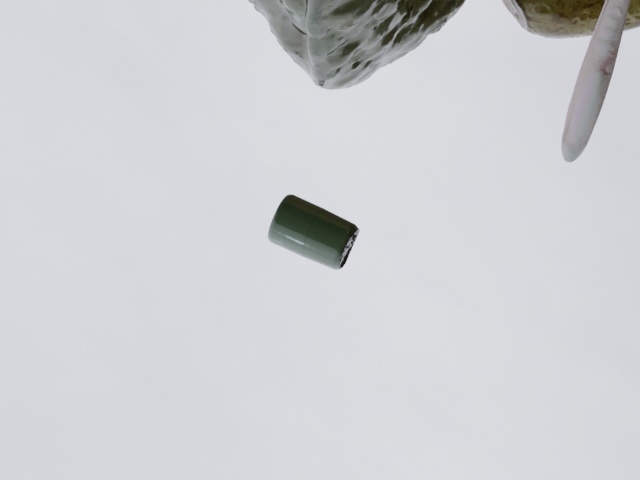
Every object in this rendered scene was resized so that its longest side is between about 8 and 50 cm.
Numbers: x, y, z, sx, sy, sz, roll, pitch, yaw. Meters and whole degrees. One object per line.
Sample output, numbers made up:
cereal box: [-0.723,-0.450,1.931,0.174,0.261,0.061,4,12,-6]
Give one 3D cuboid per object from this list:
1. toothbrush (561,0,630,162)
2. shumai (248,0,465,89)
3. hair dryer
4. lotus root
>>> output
toothbrush: [0.220,-0.175,1.057,0.025,0.307,0.029,13,-138,4]
shumai: [-0.020,-0.331,1.032,0.323,0.397,0.324,29,-118,18]
hair dryer: [0.000,0.000,1.302,0.071,0.047,0.150,26,177,9]
lotus root: [0.296,-0.254,1.368,0.258,0.097,0.110,-17,-113,-15]
